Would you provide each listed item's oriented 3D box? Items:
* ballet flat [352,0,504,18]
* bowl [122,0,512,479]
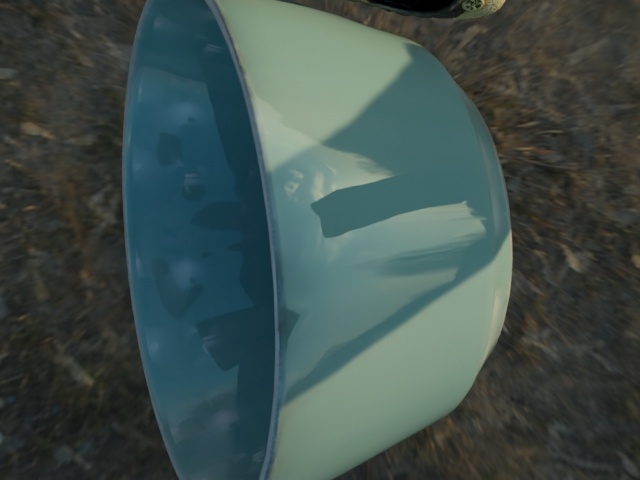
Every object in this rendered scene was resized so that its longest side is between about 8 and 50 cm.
[{"bbox_3d":[0.032,-0.143,0.934,0.173,0.049,0.057,8,135,-34],"label":"ballet flat"},{"bbox_3d":[0.000,0.000,0.992,0.163,0.311,0.311,-4,93,-20],"label":"bowl"}]
